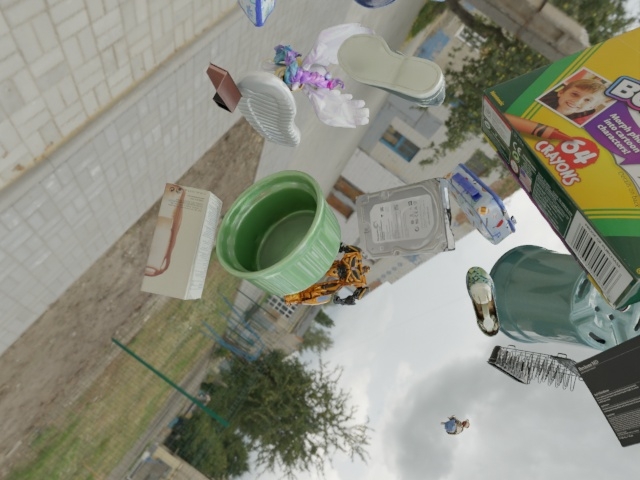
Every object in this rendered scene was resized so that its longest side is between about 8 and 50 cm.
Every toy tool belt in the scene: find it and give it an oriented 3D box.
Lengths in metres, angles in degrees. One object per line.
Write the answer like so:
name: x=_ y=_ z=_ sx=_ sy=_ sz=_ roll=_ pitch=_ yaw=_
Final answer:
toy tool belt: x=0.396 y=0.544 z=1.241 sx=0.052 sy=0.051 sz=0.083 roll=-60 pitch=-179 yaw=-41

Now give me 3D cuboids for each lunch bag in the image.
lunch bag: x=-0.154 y=-0.598 z=0.968 sx=0.129 sy=0.096 sz=0.151 roll=96 pitch=-16 yaw=-64
lunch bag: x=0.573 y=-0.137 z=1.517 sx=0.115 sy=0.243 sz=0.303 roll=-36 pitch=-142 yaw=11

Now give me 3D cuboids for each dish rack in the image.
dish rack: x=0.675 y=0.391 z=1.266 sx=0.271 sy=0.208 sz=0.074 roll=-6 pitch=-123 yaw=56

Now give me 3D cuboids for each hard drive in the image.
hard drive: x=0.274 y=-0.064 z=1.417 sx=0.338 sy=0.237 sz=0.064 roll=-7 pitch=177 yaw=44

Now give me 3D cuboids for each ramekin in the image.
ramekin: x=-0.096 y=-0.012 z=1.048 sx=0.303 sy=0.303 sz=0.148 roll=-53 pitch=136 yaw=-10

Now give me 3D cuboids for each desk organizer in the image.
desk organizer: x=-0.223 y=-0.343 z=0.955 sx=0.050 sy=0.047 sz=0.130 roll=-63 pitch=175 yaw=-2

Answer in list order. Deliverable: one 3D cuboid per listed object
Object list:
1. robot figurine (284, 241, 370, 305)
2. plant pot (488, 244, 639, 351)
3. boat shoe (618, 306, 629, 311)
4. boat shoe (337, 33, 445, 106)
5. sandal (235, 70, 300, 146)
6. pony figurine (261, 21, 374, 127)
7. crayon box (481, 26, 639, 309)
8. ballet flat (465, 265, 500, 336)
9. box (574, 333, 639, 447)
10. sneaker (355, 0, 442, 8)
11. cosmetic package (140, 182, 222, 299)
robot figurine: x=0.021 y=0.114 z=1.347 sx=0.290 sy=0.211 sz=0.085 roll=-10 pitch=164 yaw=-2
plant pot: x=0.750 y=0.179 z=1.285 sx=0.341 sy=0.341 sz=0.334 roll=-53 pitch=-173 yaw=-7
boat shoe: x=0.750 y=0.115 z=1.064 sx=0.049 sy=0.043 sz=0.137 roll=126 pitch=-18 yaw=-58
boat shoe: x=0.169 y=-0.409 z=1.028 sx=0.116 sy=0.319 sz=0.099 roll=-58 pitch=147 yaw=8
sandal: x=-0.136 y=-0.376 z=1.160 sx=0.416 sy=0.169 sz=0.102 roll=90 pitch=13 yaw=-82
pony figurine: x=-0.025 y=-0.518 z=1.334 sx=0.363 sy=0.350 sz=0.303 roll=-125 pitch=-149 yaw=-62
crayon box: x=0.458 y=-0.130 z=0.585 sx=0.312 sy=0.363 sz=0.106 roll=-22 pitch=146 yaw=5
ballet flat: x=0.407 y=0.156 z=1.039 sx=0.070 sy=0.189 sz=0.070 roll=-21 pitch=-165 yaw=6
box: x=0.686 y=0.285 z=0.844 sx=0.103 sy=0.184 sz=0.261 roll=-8 pitch=149 yaw=-22
sneaker: x=0.055 y=-0.165 z=0.235 sx=0.144 sy=0.053 sz=0.059 roll=2 pitch=-100 yaw=64
cosmetic package: x=-0.381 y=0.007 z=1.172 sx=0.153 sy=0.129 sz=0.297 roll=99 pitch=2 yaw=-83
